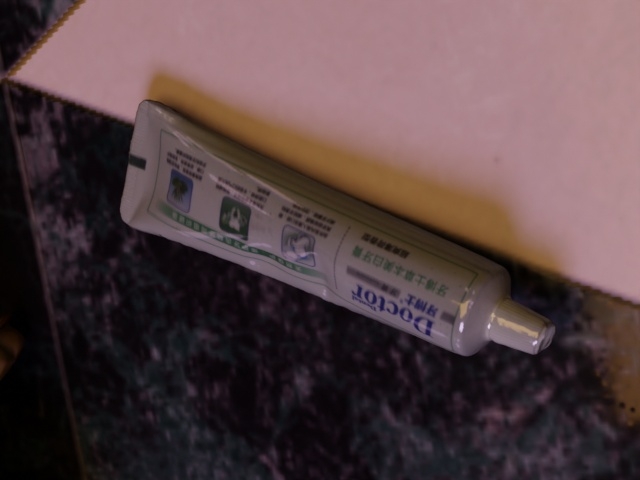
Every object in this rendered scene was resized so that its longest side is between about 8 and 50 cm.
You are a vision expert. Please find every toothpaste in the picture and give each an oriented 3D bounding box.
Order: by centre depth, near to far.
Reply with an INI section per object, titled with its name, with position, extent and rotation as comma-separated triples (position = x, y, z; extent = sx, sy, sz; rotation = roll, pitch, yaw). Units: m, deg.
[toothpaste]
position = 0.000, 0.000, 0.531
extent = 0.218, 0.041, 0.064
rotation = 23, 114, 26

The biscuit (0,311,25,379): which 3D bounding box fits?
[biscuit]
position = -0.258, 0.138, 0.612
extent = 0.254, 0.172, 0.029
rotation = -37, 98, 27
